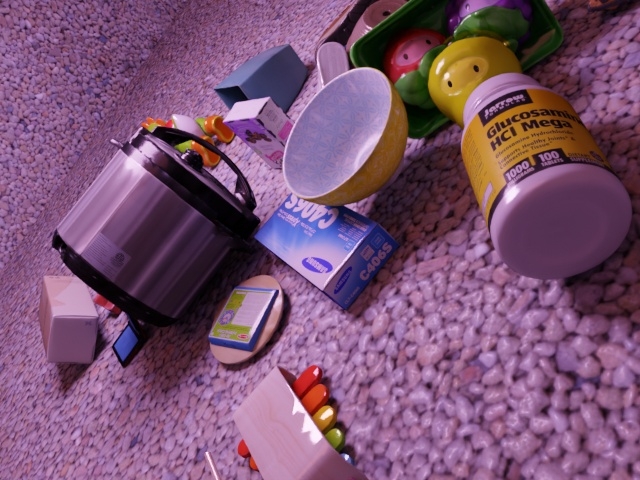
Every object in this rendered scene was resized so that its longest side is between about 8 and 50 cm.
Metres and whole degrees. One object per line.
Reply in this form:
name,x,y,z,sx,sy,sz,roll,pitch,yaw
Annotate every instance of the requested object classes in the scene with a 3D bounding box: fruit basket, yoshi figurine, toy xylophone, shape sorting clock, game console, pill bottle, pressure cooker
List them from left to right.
game console,-0.510,0.233,1.748,0.085,0.124,0.144,-28,26,-20
pressure cooker,-0.368,-0.050,1.616,0.420,0.370,0.375,-53,35,-2
yoshi figurine,-0.447,-0.308,2.238,0.362,0.203,0.203,6,99,37
shape sorting clock,-0.155,0.166,1.430,0.206,0.040,0.206,-27,39,24
toy xylophone,-0.068,0.338,1.093,0.236,0.081,0.323,-43,32,6
fruit basket,0.270,-0.360,1.321,0.392,0.283,0.392,-36,16,12
pill bottle,0.319,-0.116,1.028,0.188,0.188,0.334,-33,34,22

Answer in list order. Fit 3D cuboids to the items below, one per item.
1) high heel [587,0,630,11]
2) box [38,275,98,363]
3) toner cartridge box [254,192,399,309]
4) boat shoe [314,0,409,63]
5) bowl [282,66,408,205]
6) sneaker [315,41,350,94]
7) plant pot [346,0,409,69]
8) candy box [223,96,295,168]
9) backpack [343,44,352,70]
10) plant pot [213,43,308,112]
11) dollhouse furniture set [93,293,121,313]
high heel,0.546,-0.546,1.320,0.186,0.093,0.261,-34,42,9
box,-0.723,0.219,1.934,0.311,0.121,0.148,32,113,59
toner cartridge box,0.000,0.000,1.395,0.165,0.075,0.348,-51,32,-4
boat shoe,0.105,-0.626,1.926,0.324,0.122,0.120,-37,30,16
bowl,0.077,-0.181,1.358,0.289,0.156,0.290,-28,47,35
sneaker,0.042,-0.322,1.691,0.108,0.169,0.293,-2,76,1
plant pot,0.170,-0.503,1.633,0.237,0.110,0.237,-9,53,12
candy box,-0.125,-0.268,1.727,0.164,0.196,0.070,7,60,53
backpack,0.105,-0.476,1.773,0.114,0.105,0.084,-45,9,-14
plant pot,-0.161,-0.473,2.047,0.234,0.166,0.165,-49,30,-19
dollhouse furniture set,-0.588,0.044,1.981,0.201,0.152,0.374,-28,36,28
